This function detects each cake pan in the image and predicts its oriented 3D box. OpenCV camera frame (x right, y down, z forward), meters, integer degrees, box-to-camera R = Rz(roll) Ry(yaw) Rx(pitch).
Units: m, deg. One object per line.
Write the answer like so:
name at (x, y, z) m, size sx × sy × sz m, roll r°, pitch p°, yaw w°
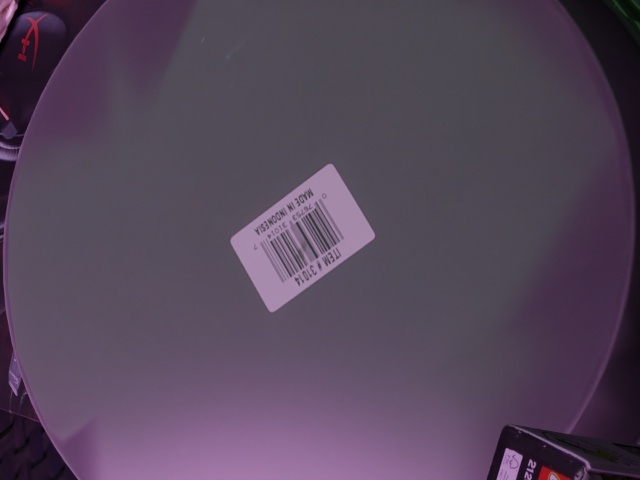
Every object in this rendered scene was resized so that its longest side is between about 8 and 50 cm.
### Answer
cake pan at (0.000, 0.000, 0.571) m, size 0.293 × 0.054 × 0.293 m, roll -4°, pitch 81°, yaw 24°

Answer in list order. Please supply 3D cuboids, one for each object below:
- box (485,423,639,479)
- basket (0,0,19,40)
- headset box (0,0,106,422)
box at (0.075, 0.165, 0.478) m, size 0.036 × 0.114 × 0.207 m, roll 22°, pitch 97°, yaw 50°
basket at (-0.237, -0.093, 0.752) m, size 0.167 × 0.103 × 0.113 m, roll -58°, pitch 42°, yaw 18°
headset box at (-0.142, -0.023, 0.789) m, size 0.293 × 0.110 × 0.218 m, roll 8°, pitch 85°, yaw 50°
